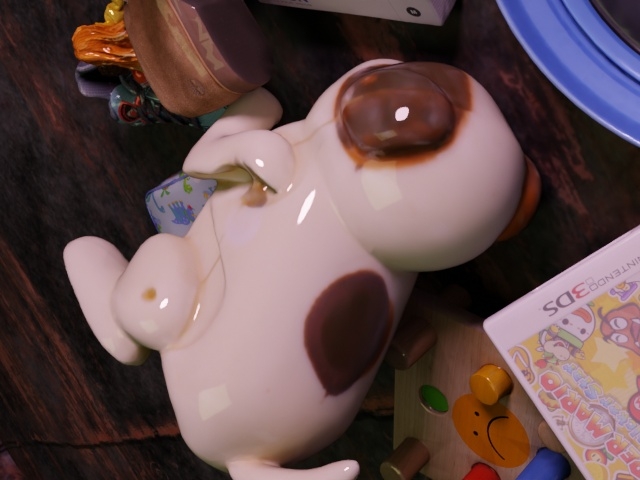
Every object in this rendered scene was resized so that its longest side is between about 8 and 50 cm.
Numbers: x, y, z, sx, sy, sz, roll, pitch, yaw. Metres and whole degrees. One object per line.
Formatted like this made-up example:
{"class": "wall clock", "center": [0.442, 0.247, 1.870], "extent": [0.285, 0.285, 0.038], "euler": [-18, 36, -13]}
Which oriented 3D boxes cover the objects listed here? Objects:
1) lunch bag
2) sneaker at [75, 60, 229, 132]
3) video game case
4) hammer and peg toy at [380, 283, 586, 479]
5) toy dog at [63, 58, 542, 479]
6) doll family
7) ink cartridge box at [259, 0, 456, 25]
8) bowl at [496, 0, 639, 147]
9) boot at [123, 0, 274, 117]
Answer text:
{"class": "lunch bag", "center": [-0.110, -0.018, 1.306], "extent": [0.219, 0.090, 0.176], "euler": [-17, 104, 52]}
{"class": "sneaker", "center": [-0.184, -0.161, 1.246], "extent": [0.262, 0.125, 0.104], "euler": [28, 141, 32]}
{"class": "video game case", "center": [0.290, 0.112, 0.925], "extent": [0.206, 0.026, 0.227], "euler": [-34, 92, 16]}
{"class": "hammer and peg toy", "center": [0.193, 0.239, 1.145], "extent": [0.266, 0.127, 0.361], "euler": [24, 134, 32]}
{"class": "toy dog", "center": [0.000, 0.000, 0.992], "extent": [0.285, 0.408, 0.395], "euler": [35, -163, -32]}
{"class": "doll family", "center": [-0.200, -0.271, 1.098], "extent": [0.118, 0.163, 0.262], "euler": [-129, 25, -64]}
{"class": "ink cartridge box", "center": [-0.014, -0.279, 0.927], "extent": [0.223, 0.045, 0.224], "euler": [16, 161, 35]}
{"class": "bowl", "center": [0.283, -0.231, 0.714], "extent": [0.391, 0.077, 0.391], "euler": [29, 138, 30]}
{"class": "boot", "center": [-0.164, -0.260, 1.010], "extent": [0.115, 0.112, 0.305], "euler": [-26, 89, 37]}
